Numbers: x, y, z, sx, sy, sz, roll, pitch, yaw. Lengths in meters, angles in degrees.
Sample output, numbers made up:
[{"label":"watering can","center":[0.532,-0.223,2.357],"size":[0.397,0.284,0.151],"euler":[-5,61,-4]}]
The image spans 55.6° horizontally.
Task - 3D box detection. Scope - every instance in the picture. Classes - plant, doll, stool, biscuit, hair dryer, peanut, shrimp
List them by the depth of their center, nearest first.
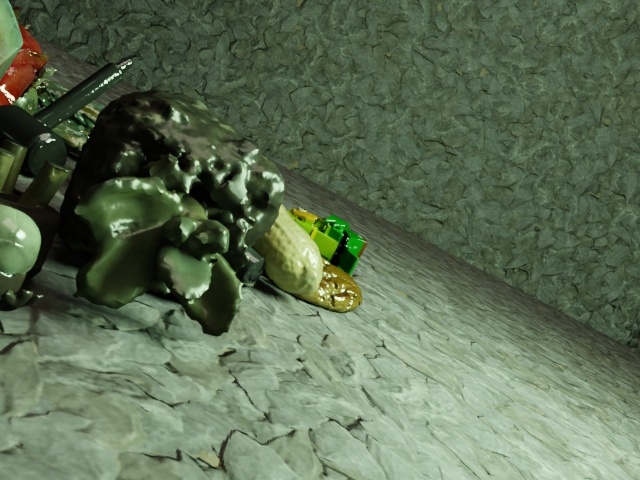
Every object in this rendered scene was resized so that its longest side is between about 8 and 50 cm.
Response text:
[{"label":"stool","center":[-0.285,-0.021,0.522],"size":[0.125,0.121,0.217],"euler":[23,6,-37]},{"label":"plant","center":[-0.161,-0.039,0.665],"size":[0.215,0.213,0.312],"euler":[27,10,-25]},{"label":"hair dryer","center":[-0.367,-0.196,0.914],"size":[0.114,0.248,0.070],"euler":[33,-28,24]},{"label":"peanut","center":[-0.072,0.000,0.934],"size":[0.090,0.098,0.214],"euler":[-14,51,-40]},{"label":"biscuit","center":[-0.022,0.056,1.057],"size":[0.226,0.042,0.226],"euler":[27,11,-6]},{"label":"shrimp","center":[-0.486,-0.229,1.166],"size":[0.445,0.085,0.272],"euler":[31,15,-8]},{"label":"doll","center":[0.002,-0.001,1.220],"size":[0.186,0.106,0.134],"euler":[30,15,11]}]

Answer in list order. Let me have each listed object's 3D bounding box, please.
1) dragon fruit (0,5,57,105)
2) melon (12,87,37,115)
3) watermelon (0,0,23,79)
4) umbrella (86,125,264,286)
[{"label":"dragon fruit","center":[-0.591,-0.328,0.939],"size":[0.344,0.100,0.282],"euler":[22,44,-6]},{"label":"melon","center":[-0.541,-0.248,1.021],"size":[0.131,0.098,0.098],"euler":[30,10,7]},{"label":"watermelon","center":[-0.518,-0.249,0.745],"size":[0.213,0.262,0.201],"euler":[43,26,-19]},{"label":"umbrella","center":[-0.212,-0.067,0.900],"size":[0.337,0.128,0.154],"euler":[37,-10,25]}]
